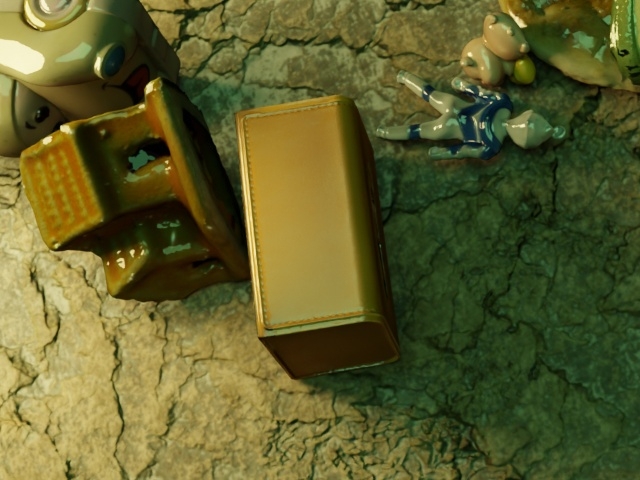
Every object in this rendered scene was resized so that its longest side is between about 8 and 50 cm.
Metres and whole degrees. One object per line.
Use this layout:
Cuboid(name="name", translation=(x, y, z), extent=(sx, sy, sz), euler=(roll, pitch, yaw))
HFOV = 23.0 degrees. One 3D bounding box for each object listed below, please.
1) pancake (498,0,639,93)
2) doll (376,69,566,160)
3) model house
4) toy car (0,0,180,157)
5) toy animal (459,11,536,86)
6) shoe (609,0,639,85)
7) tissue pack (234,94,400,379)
Cuboid(name="pancake", translation=(0.392, -0.350, 1.906), extent=(0.387, 0.082, 0.387), euler=(-5, 72, 15))
Cuboid(name="doll", translation=(0.185, -0.138, 1.898), extent=(0.227, 0.057, 0.114), euler=(13, 68, 26))
Cuboid(name="model house", translation=(-0.227, -0.041, 1.876), extent=(0.239, 0.173, 0.268), euler=(-18, 99, 8))
Cuboid(name="toy car", translation=(-0.368, -0.191, 1.946), extent=(0.336, 0.242, 0.226), euler=(7, 71, 17))
Cuboid(name="toy animal", translation=(0.209, -0.217, 1.891), extent=(0.082, 0.114, 0.091), euler=(-31, 82, -5))
Cuboid(name="shoe", translation=(0.401, -0.300, 1.785), extent=(0.128, 0.140, 0.262), euler=(10, 84, 22))
Cuboid(name="tissue pack", translation=(0.000, 0.000, 1.822), extent=(0.145, 0.194, 0.275), euler=(-8, 70, 6))
